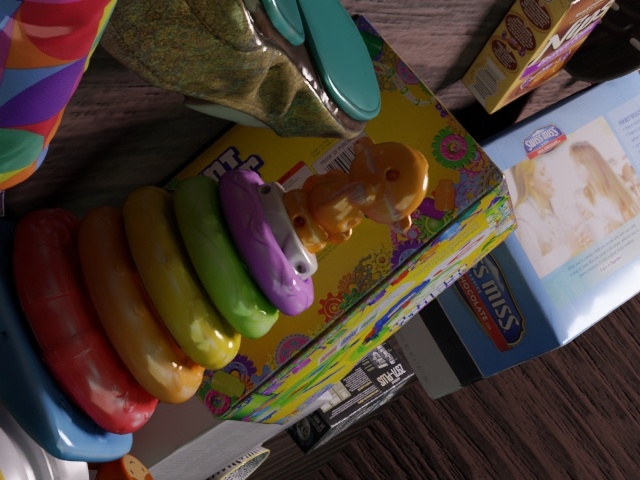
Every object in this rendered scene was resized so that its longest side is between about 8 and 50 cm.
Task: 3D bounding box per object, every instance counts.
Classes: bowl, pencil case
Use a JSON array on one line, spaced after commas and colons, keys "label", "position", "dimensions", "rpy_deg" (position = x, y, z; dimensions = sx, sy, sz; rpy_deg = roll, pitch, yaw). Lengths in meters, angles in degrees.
[{"label": "bowl", "position": [-0.164, 0.330, 2.223], "dimensions": [0.170, 0.080, 0.170], "rpy_deg": [-38, 168, -10]}, {"label": "pencil case", "position": [-0.141, -0.112, 0.675], "dimensions": [0.104, 0.104, 0.236], "rpy_deg": [-29, 163, -40]}]

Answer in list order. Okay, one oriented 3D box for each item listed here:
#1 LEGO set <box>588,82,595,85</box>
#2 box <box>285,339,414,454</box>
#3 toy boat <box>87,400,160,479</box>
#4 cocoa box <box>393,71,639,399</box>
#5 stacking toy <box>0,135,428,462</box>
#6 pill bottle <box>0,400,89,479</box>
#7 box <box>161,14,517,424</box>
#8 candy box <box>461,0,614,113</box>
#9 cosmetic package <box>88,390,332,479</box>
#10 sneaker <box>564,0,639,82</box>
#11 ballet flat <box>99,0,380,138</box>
[{"label": "LEGO set", "position": [0.386, -0.220, 1.844], "dimensions": [0.087, 0.093, 0.227], "rpy_deg": [-40, 168, 0]}, {"label": "box", "position": [0.009, 0.174, 2.015], "dimensions": [0.180, 0.147, 0.077], "rpy_deg": [-28, 163, -44]}, {"label": "toy boat", "position": [-0.208, 0.193, 1.432], "dimensions": [0.151, 0.151, 0.231], "rpy_deg": [-27, 163, -47]}, {"label": "cocoa box", "position": [0.243, -0.014, 1.736], "dimensions": [0.347, 0.231, 0.228], "rpy_deg": [-28, 180, -41]}, {"label": "stacking toy", "position": [-0.067, 0.012, 1.002], "dimensions": [0.302, 0.175, 0.166], "rpy_deg": [-26, 169, 8]}, {"label": "pill bottle", "position": [-0.324, 0.209, 1.064], "dimensions": [0.188, 0.188, 0.334], "rpy_deg": [-47, 165, 33]}, {"label": "box", "position": [0.000, 0.000, 1.296], "dimensions": [0.290, 0.177, 0.279], "rpy_deg": [-40, 168, 2]}, {"label": "candy box", "position": [0.223, -0.211, 1.496], "dimensions": [0.109, 0.053, 0.187], "rpy_deg": [-31, 164, -32]}, {"label": "cosmetic package", "position": [-0.159, 0.217, 1.735], "dimensions": [0.284, 0.097, 0.377], "rpy_deg": [-35, 168, 5]}, {"label": "sneaker", "position": [0.375, -0.269, 1.623], "dimensions": [0.281, 0.106, 0.162], "rpy_deg": [-43, 170, 12]}, {"label": "ballet flat", "position": [-0.051, -0.121, 0.911], "dimensions": [0.123, 0.123, 0.348], "rpy_deg": [-41, 168, 7]}]
